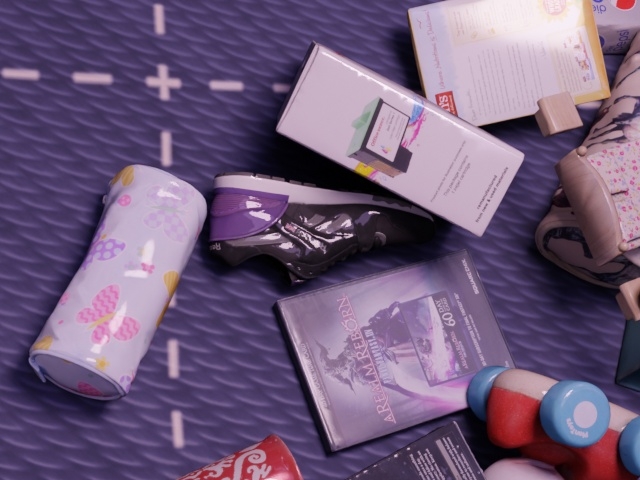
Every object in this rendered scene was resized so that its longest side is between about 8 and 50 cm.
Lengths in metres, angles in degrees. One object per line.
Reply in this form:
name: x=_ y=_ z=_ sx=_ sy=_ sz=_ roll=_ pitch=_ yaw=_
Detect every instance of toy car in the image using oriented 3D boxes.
toy car: x=0.263 y=0.285 z=1.492 sx=0.210 sy=0.219 sz=0.238 roll=25 pitch=82 yaw=-19

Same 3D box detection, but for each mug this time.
mug: x=-0.102 y=0.310 z=1.407 sx=0.169 sy=0.113 sz=0.150 roll=-18 pitch=74 yaw=-20

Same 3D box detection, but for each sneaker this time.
sneaker: x=0.000 y=0.000 z=1.586 sx=0.283 sy=0.107 sz=0.124 roll=8 pitch=81 yaw=-11

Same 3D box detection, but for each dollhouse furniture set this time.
dollhouse furniture set: x=0.475 y=-0.066 z=1.519 sx=0.303 sy=0.174 sz=0.355 roll=-17 pitch=77 yaw=-23

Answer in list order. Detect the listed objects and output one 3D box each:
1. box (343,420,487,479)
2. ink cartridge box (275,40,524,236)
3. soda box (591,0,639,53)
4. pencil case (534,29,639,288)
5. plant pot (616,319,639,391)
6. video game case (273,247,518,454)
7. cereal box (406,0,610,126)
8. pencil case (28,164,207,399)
box: x=0.081 y=0.290 z=1.448 sx=0.158 sy=0.156 sz=0.093 roll=-23 pitch=79 yaw=-25
ink cartridge box: x=0.089 y=-0.129 z=1.584 sx=0.278 sy=0.201 sz=0.117 roll=27 pitch=98 yaw=-6
soda box: x=0.359 y=-0.325 z=1.826 sx=0.286 sy=0.091 sz=0.098 roll=-3 pitch=70 yaw=-20
pencil case: x=0.433 y=-0.118 z=1.714 sx=0.160 sy=0.183 sz=0.410 roll=38 pitch=62 yaw=-13
plant pot: x=0.504 y=0.078 z=1.677 sx=0.166 sy=0.165 sz=0.234 roll=18 pitch=60 yaw=-11
video game case: x=0.099 y=0.132 z=1.593 sx=0.274 sy=0.026 sz=0.196 roll=-14 pitch=74 yaw=-24
cereal box: x=0.247 y=-0.246 z=1.705 sx=0.240 sy=0.047 sz=0.173 roll=-11 pitch=93 yaw=2
pencil case: x=-0.228 y=0.045 z=1.469 sx=0.124 sy=0.113 sz=0.273 roll=20 pitch=63 yaw=0
